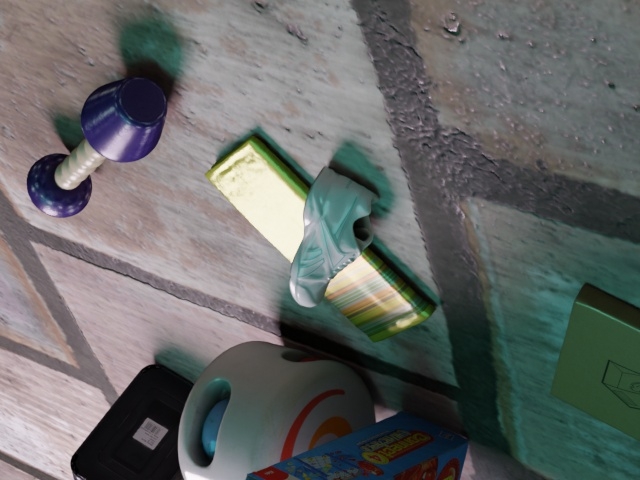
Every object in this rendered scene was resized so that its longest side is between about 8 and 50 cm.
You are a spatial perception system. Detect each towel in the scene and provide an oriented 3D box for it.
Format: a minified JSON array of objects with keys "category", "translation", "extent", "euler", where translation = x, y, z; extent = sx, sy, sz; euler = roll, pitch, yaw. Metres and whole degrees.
[{"category":"towel","translation":[0.000,0.000,1.320],"extent":[0.237,0.021,0.102],"euler":[44,145,-11]}]

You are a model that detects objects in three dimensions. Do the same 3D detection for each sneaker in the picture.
[{"category":"sneaker","translation":[0.011,0.007,1.256],"extent":[0.061,0.053,0.152],"euler":[21,132,9]}]

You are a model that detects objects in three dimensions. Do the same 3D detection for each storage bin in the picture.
[{"category":"storage bin","translation":[-0.214,0.261,1.767],"extent":[0.122,0.180,0.084],"euler":[29,151,15]}]

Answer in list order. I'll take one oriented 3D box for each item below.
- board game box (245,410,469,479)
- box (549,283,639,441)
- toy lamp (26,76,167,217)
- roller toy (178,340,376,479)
[{"category":"board game box","translation":[0.012,0.350,1.391],"extent":[0.086,0.302,0.308],"euler":[20,105,28]},{"category":"box","translation":[0.293,0.129,1.176],"extent":[0.201,0.021,0.164],"euler":[28,150,18]},{"category":"toy lamp","translation":[-0.216,-0.089,1.369],"extent":[0.080,0.080,0.275],"euler":[42,152,-8]},{"category":"roller toy","translation":[-0.047,0.205,1.493],"extent":[0.146,0.209,0.191],"euler":[12,130,39]}]
